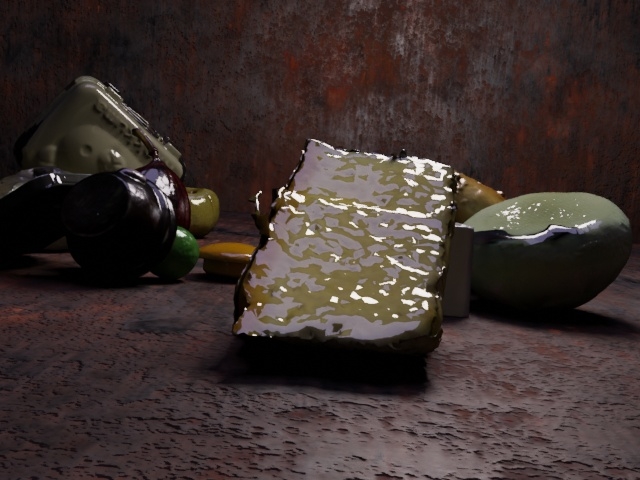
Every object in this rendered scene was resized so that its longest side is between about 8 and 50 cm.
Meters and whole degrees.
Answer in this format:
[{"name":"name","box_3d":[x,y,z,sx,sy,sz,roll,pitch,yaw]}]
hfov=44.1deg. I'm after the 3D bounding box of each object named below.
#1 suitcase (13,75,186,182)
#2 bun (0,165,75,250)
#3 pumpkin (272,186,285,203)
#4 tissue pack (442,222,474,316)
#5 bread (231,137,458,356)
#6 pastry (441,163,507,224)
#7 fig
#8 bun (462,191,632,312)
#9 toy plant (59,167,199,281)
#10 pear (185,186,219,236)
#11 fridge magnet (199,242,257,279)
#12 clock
[{"name":"suitcase","box_3d":[-0.521,-0.161,1.831,0.351,0.339,0.194,45,2,-25]},{"name":"bun","box_3d":[-0.587,-0.067,1.632,0.272,0.168,0.273,3,13,-1]},{"name":"pumpkin","box_3d":[0.014,-0.050,1.986,0.169,0.148,0.312,2,-2,26]},{"name":"tissue pack","box_3d":[0.138,0.030,1.264,0.159,0.136,0.246,4,4,-5]},{"name":"bread","box_3d":[0.036,-0.006,0.900,0.248,0.279,0.315,11,-7,2]},{"name":"pastry","box_3d":[0.232,-0.021,1.534,0.315,0.184,0.284,22,-12,38]},{"name":"fig","box_3d":[-0.358,-0.099,1.695,0.186,0.250,0.204,17,7,-4]},{"name":"bun","box_3d":[0.358,0.035,1.279,0.283,0.179,0.283,-12,16,4]},{"name":"toy plant","box_3d":[-0.316,-0.010,1.283,0.218,0.175,0.235,13,-20,21]},{"name":"pear","box_3d":[-0.353,-0.075,2.110,0.167,0.137,0.167,6,8,-1]},{"name":"fridge magnet","box_3d":[-0.151,0.035,1.386,0.143,0.063,0.143,6,4,0]},{"name":"clock","box_3d":[-0.480,-0.031,1.336,0.279,0.049,0.273,-28,-5,16]}]
